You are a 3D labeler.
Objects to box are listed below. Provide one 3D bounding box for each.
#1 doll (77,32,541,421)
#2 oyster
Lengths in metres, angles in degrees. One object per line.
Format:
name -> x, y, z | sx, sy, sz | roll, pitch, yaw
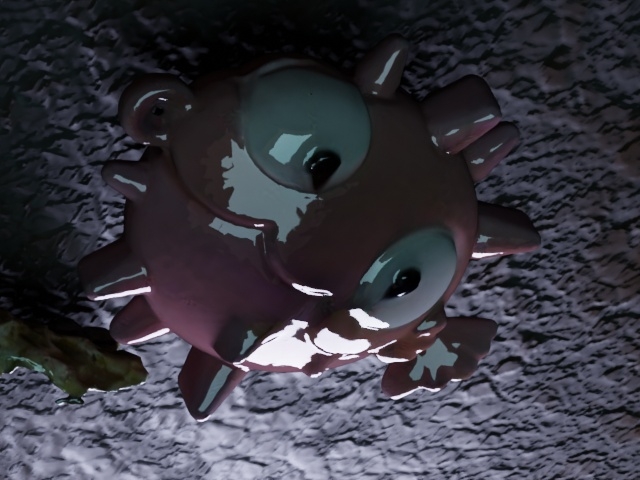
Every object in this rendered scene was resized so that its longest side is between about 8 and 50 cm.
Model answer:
doll -> 0.000, 0.000, 0.674 | 0.211, 0.093, 0.262 | -33, 132, 8
oyster -> -0.169, 0.036, 0.666 | 0.200, 0.106, 0.061 | 15, 87, -48
